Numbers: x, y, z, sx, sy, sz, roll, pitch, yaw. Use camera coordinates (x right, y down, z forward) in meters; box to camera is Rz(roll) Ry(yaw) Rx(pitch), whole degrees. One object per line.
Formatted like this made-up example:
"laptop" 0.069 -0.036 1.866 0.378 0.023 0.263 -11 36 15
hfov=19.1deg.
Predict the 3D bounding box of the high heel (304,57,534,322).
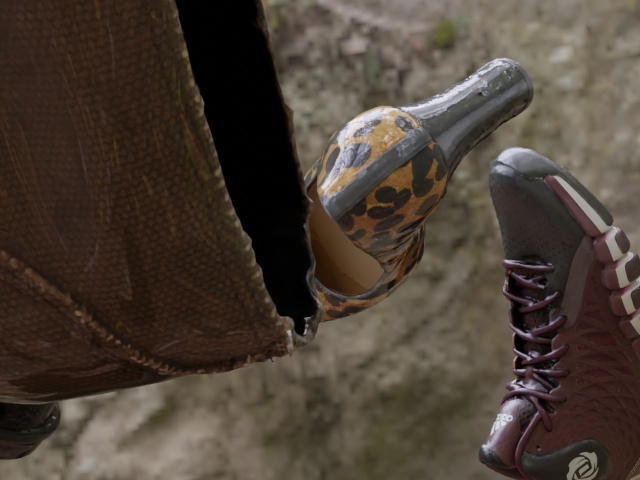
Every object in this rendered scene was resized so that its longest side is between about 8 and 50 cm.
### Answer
"high heel" 0.000 0.000 1.112 0.186 0.093 0.261 -34 -10 -49

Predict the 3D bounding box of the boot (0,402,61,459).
"boot" -0.232 -0.048 1.184 0.260 0.348 0.131 -40 11 23

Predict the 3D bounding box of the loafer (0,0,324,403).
"loafer" -0.040 -0.122 0.390 0.130 0.366 0.134 6 34 5

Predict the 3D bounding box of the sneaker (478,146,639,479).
"sneaker" 0.163 0.083 1.377 0.162 0.281 0.106 -37 19 -16
